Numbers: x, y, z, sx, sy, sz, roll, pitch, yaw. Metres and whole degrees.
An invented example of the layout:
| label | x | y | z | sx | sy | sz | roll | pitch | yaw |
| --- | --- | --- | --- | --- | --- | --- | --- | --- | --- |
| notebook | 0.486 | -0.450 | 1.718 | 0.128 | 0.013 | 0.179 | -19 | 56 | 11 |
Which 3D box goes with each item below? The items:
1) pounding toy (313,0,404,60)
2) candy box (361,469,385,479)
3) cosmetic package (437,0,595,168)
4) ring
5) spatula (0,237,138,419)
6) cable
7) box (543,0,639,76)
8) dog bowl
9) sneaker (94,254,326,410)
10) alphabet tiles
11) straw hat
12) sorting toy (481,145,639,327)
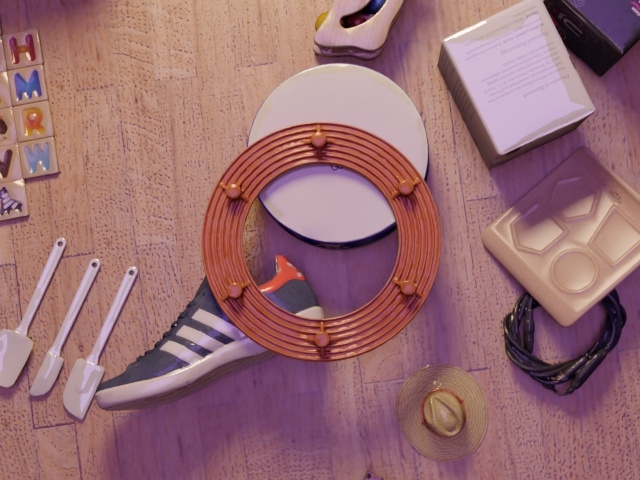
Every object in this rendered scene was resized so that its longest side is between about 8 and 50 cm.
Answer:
| label | x | y | z | sx | sy | sz | roll | pitch | yaw |
| --- | --- | --- | --- | --- | --- | --- | --- | --- | --- |
| pounding toy | 0.064 | -0.400 | 1.629 | 0.154 | 0.155 | 0.269 | 25 | 88 | 1 |
| candy box | 0.131 | 0.409 | 1.561 | 0.196 | 0.165 | 0.070 | 30 | 90 | 5 |
| cosmetic package | 0.275 | -0.221 | 1.605 | 0.151 | 0.151 | 0.184 | -26 | 86 | 1 |
| ring | 0.000 | 0.000 | 1.558 | 0.336 | 0.032 | 0.336 | 0 | 84 | 2 |
| spatula | -0.385 | 0.126 | 1.689 | 0.168 | 0.019 | 0.242 | 23 | 88 | 6 |
| cable | 0.356 | 0.122 | 1.633 | 0.150 | 0.047 | 0.184 | 39 | 89 | 12 |
| box | 0.456 | -0.389 | 1.598 | 0.143 | 0.165 | 0.270 | 44 | 89 | 5 |
| dog bowl | 0.027 | -0.121 | 1.637 | 0.265 | 0.104 | 0.265 | 0 | 86 | 4 |
| sneaker | -0.174 | 0.130 | 1.630 | 0.350 | 0.131 | 0.148 | -23 | 78 | -4 |
| alphabet tiles | -0.556 | -0.190 | 1.727 | 0.285 | 0.011 | 0.342 | -10 | 85 | 3 |
| straw hat | 0.179 | 0.251 | 1.622 | 0.144 | 0.061 | 0.144 | 0 | 86 | 4 |
| sorting toy | 0.368 | -0.006 | 1.621 | 0.208 | 0.038 | 0.193 | -43 | 64 | 4 |
